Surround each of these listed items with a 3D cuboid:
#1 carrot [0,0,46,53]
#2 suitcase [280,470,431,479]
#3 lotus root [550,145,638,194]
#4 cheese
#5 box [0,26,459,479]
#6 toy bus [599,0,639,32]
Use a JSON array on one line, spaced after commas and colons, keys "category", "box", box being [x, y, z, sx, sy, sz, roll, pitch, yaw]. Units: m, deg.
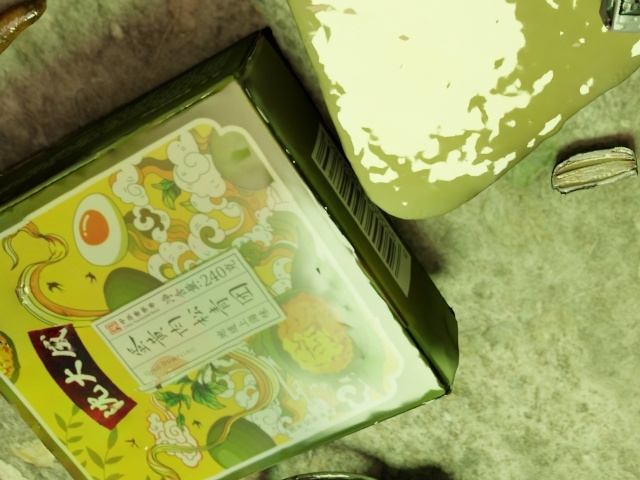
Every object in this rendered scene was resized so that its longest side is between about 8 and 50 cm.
[{"category": "carrot", "box": [-0.316, -0.179, 1.028, 0.165, 0.035, 0.035, -26, 122, 21]}, {"category": "suitcase", "box": [0.040, 0.424, 1.379, 0.352, 0.194, 0.339, -16, 119, 16]}, {"category": "lotus root", "box": [0.261, -0.070, 1.062, 0.083, 0.030, 0.037, -13, 95, 12]}, {"category": "cheese", "box": [0.093, -0.226, 0.905, 0.384, 0.104, 0.384, 3, 128, 3]}, {"category": "box", "box": [-0.130, 0.055, 1.087, 0.420, 0.138, 0.373, -26, 113, 19]}, {"category": "toy bus", "box": [0.232, -0.213, 0.804, 0.037, 0.052, 0.130, 0, 129, 0]}]
